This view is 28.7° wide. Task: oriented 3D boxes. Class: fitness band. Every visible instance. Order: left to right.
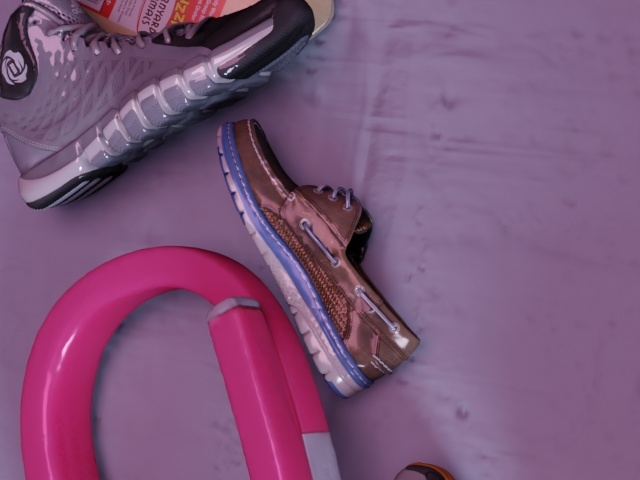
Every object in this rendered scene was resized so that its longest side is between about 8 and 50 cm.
[{"bbox_3d":[-0.087,0.143,0.726,0.209,0.054,0.291,-29,66,31],"label":"fitness band"}]

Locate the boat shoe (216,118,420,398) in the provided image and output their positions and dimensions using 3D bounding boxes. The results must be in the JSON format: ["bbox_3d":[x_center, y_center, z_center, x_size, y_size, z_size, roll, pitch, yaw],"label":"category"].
[{"bbox_3d":[0.000,0.000,0.754,0.066,0.066,0.183,-29,82,7],"label":"boat shoe"}]

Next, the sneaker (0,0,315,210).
[{"bbox_3d":[-0.124,-0.124,0.783,0.228,0.086,0.132,-30,86,18],"label":"sneaker"}]

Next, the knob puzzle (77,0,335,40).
[{"bbox_3d":[-0.076,-0.184,0.826,0.213,0.030,0.213,1,94,15],"label":"knob puzzle"}]

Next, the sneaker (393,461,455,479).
[{"bbox_3d":[0.020,0.250,0.682,0.121,0.099,0.262,3,80,24],"label":"sneaker"}]
